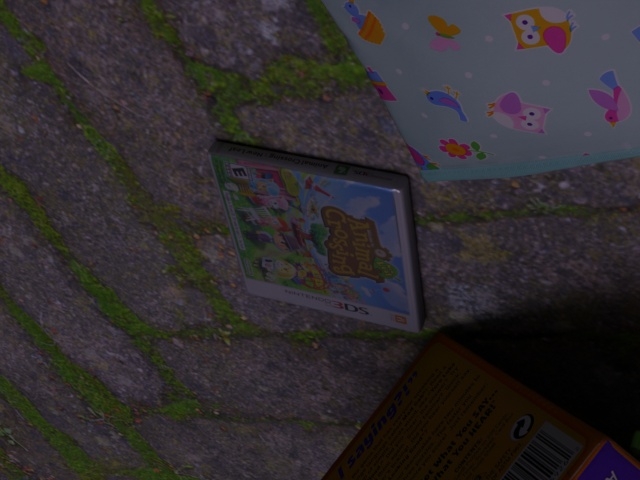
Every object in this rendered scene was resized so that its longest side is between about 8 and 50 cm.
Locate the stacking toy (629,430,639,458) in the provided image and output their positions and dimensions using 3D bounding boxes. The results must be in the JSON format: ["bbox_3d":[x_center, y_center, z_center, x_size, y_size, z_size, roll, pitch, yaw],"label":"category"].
[{"bbox_3d":[0.374,0.157,1.039,0.221,0.167,0.052,31,145,-5],"label":"stacking toy"}]

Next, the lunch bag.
[{"bbox_3d":[0.148,-0.162,0.788,0.262,0.160,0.223,-1,136,42],"label":"lunch bag"}]

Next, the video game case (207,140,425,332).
[{"bbox_3d":[0.000,0.000,1.201,0.193,0.023,0.212,12,142,20],"label":"video game case"}]

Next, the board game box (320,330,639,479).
[{"bbox_3d":[0.185,0.359,1.137,0.356,0.356,0.356,39,178,-18],"label":"board game box"}]
